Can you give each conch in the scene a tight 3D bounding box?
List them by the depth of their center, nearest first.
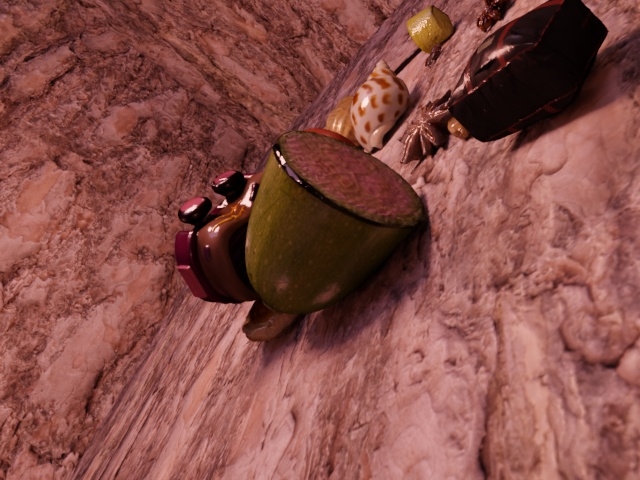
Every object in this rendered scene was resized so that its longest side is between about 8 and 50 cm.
[{"bbox_3d":[0.168,-0.396,1.741,0.182,0.148,0.275,-21,36,56],"label":"conch"}]

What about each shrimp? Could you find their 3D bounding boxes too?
[{"bbox_3d":[0.342,-0.564,1.855,0.092,0.029,0.038,-59,17,-14],"label":"shrimp"}]

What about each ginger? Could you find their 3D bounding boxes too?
[{"bbox_3d":[0.312,-0.261,1.159,0.133,0.058,0.214,-58,13,-6],"label":"ginger"}]

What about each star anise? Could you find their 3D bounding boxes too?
[{"bbox_3d":[0.242,-0.243,1.330,0.195,0.065,0.182,-51,19,9],"label":"star anise"},{"bbox_3d":[0.461,-0.633,1.560,0.191,0.070,0.097,-62,2,10],"label":"star anise"}]

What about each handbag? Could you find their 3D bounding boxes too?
[{"bbox_3d":[0.325,-0.272,0.954,0.169,0.155,0.215,-50,11,-29],"label":"handbag"}]

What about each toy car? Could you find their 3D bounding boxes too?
[{"bbox_3d":[-0.135,-0.008,1.337,0.240,0.271,0.341,2,40,39],"label":"toy car"}]

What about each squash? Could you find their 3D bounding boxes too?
[{"bbox_3d":[-0.002,-0.002,1.160,0.310,0.310,0.309,-79,14,-60],"label":"squash"}]

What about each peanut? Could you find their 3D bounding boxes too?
[{"bbox_3d":[0.102,-0.387,1.961,0.325,0.140,0.154,-66,-24,-64],"label":"peanut"}]

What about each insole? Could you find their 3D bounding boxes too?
[{"bbox_3d":[0.318,-0.650,2.186,0.253,0.005,0.086,-37,22,47],"label":"insole"}]

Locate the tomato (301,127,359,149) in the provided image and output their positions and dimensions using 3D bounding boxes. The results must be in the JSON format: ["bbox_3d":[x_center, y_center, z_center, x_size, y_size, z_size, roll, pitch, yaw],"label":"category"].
[{"bbox_3d":[-0.016,-0.167,1.565,0.265,0.265,0.265,-47,15,17],"label":"tomato"}]

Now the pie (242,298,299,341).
[{"bbox_3d":[-0.098,0.148,1.378,0.205,0.084,0.179,-48,14,-3],"label":"pie"}]

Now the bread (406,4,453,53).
[{"bbox_3d":[0.346,-0.663,1.909,0.114,0.129,0.111,-33,60,41],"label":"bread"}]
